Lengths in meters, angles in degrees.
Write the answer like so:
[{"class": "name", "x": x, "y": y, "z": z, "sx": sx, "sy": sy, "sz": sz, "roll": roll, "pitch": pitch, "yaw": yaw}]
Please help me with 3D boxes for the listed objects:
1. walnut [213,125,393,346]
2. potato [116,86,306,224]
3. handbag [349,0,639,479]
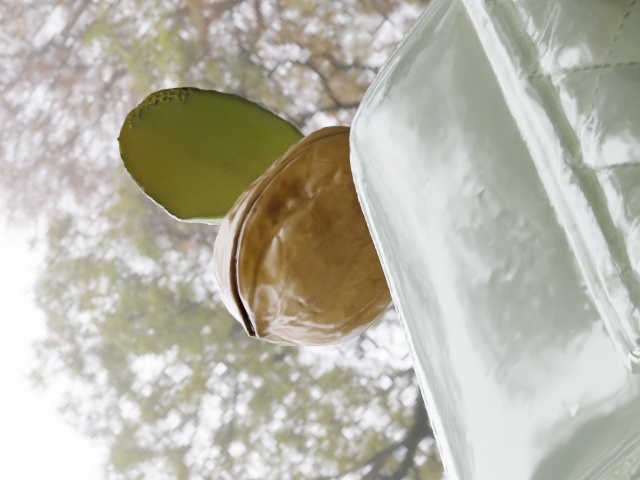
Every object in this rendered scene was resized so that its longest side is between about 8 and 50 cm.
[{"class": "walnut", "x": 0.000, "y": 0.000, "z": 1.023, "sx": 0.144, "sy": 0.180, "sz": 0.144, "roll": 33, "pitch": 166, "yaw": 9}, {"class": "potato", "x": -0.078, "y": -0.064, "z": 1.203, "sx": 0.198, "sy": 0.119, "sz": 0.054, "roll": 11, "pitch": 168, "yaw": 13}, {"class": "handbag", "x": 0.102, "y": -0.033, "z": 0.437, "sx": 0.079, "sy": 0.219, "sz": 0.256, "roll": 13, "pitch": -140, "yaw": -25}]
